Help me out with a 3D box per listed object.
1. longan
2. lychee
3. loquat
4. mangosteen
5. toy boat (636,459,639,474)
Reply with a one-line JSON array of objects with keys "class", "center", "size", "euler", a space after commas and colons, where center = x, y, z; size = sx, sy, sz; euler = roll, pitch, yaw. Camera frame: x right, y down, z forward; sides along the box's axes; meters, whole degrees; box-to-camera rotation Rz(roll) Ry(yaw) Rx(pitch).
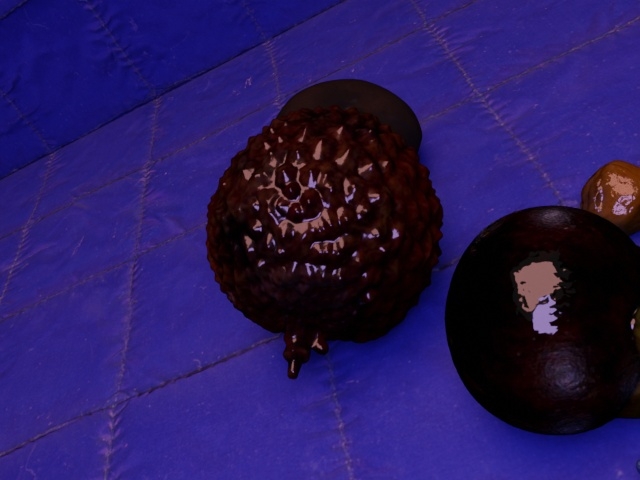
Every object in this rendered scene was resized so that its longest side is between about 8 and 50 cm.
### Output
[{"class": "longan", "center": [0.057, -0.239, 1.439], "size": [0.350, 0.288, 0.288], "euler": [-4, 45, 16]}, {"class": "lychee", "center": [0.000, 0.000, 1.103], "size": [0.424, 0.424, 0.500], "euler": [1, 64, 35]}, {"class": "loquat", "center": [0.514, -0.071, 1.073], "size": [0.137, 0.113, 0.137], "euler": [-6, 67, 13]}, {"class": "mangosteen", "center": [0.327, 0.101, 0.841], "size": [0.330, 0.330, 0.330], "euler": [-19, 40, 16]}, {"class": "toy boat", "center": [0.484, 0.283, 0.710], "size": [0.223, 0.097, 0.100], "euler": [0, 45, 33]}]
